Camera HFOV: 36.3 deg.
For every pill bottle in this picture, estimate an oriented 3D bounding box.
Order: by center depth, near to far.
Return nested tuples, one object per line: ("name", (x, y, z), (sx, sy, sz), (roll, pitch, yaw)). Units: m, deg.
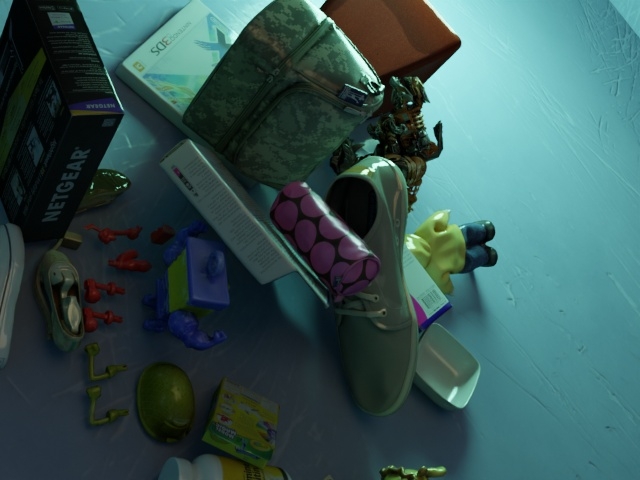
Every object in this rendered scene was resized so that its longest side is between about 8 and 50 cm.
("pill bottle", (-0.139, 0.367, 1.418), (0.184, 0.103, 0.103), (18, 51, -29))

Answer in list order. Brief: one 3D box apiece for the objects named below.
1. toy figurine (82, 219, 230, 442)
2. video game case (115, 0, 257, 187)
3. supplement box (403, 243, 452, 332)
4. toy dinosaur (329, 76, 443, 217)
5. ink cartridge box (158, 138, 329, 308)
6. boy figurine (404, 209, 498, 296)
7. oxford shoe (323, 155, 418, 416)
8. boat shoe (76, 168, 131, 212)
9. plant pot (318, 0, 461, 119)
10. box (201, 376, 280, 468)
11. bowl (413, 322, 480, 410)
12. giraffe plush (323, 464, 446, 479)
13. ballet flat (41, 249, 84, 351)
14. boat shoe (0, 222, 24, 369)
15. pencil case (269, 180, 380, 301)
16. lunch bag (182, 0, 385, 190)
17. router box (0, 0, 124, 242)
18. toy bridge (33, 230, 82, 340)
("toy figurine", (-0.221, 0.091, 1.453), (0.191, 0.217, 0.362), (18, 52, -36))
("video game case", (-0.191, -0.294, 1.896), (0.329, 0.036, 0.300), (41, 44, -9))
("supplement box", (0.121, 0.079, 1.826), (0.111, 0.114, 0.220), (-31, 83, -46))
("toy dinosaur", (0.136, -0.157, 1.919), (0.218, 0.164, 0.322), (1, 77, -9))
("ink cartridge box", (-0.114, -0.013, 1.594), (0.330, 0.071, 0.324), (51, 1, 0))
("boy figurine", (0.240, 0.029, 1.972), (0.285, 0.092, 0.177), (-10, 94, -39))
("oxford shoe", (0.073, 0.078, 1.673), (0.130, 0.169, 0.449), (-1, 90, -53))
("boat shoe", (-0.374, -0.075, 1.595), (0.056, 0.048, 0.153), (42, 35, 11))
("plant pot", (0.079, -0.393, 2.042), (0.267, 0.267, 0.236), (49, 55, 1))
("box", (-0.118, 0.278, 1.470), (0.105, 0.043, 0.179), (28, 12, -6))
("bowl", (0.223, 0.244, 1.834), (0.142, 0.053, 0.142), (42, 42, -6))
("giraffe plush", (0.124, 0.422, 1.540), (0.210, 0.170, 0.181), (42, 44, -7))
("ballet flat", (-0.370, 0.081, 1.433), (0.057, 0.052, 0.168), (1, 61, -36))
("boat shoe", (-0.470, 0.069, 1.377), (0.076, 0.083, 0.226), (16, 53, -32))
("pencil case", (0.000, 0.000, 1.593), (0.095, 0.098, 0.209), (6, 35, -48))
("lunch bag", (-0.059, -0.249, 1.723), (0.256, 0.305, 0.212), (40, 44, -6))
("router box", (-0.407, -0.180, 1.427), (0.081, 0.309, 0.243), (-8, 62, -37))
("toy bridge", (-0.401, 0.067, 1.477), (0.063, 0.026, 0.188), (17, 51, -27))
